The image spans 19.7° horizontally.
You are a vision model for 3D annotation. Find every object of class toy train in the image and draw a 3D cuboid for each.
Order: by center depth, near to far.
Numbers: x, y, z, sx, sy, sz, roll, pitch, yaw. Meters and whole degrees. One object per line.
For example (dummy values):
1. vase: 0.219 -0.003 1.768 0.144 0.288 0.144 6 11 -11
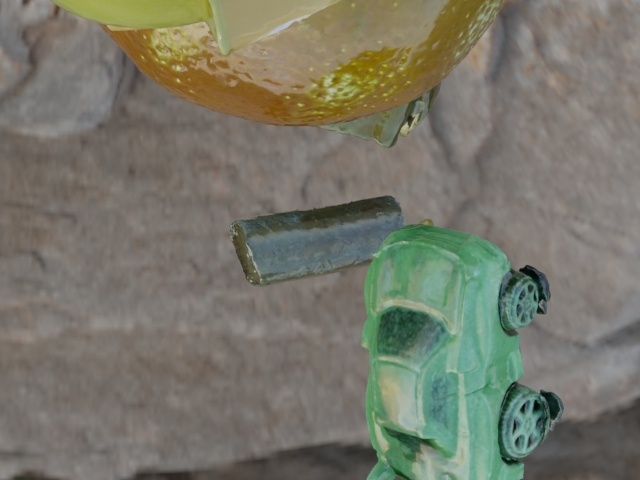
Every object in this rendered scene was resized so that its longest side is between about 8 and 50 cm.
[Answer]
1. toy train: 0.060 0.071 0.936 0.081 0.099 0.149 -29 122 -41

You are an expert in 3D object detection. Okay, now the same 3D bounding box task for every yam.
1. yam: 0.000 0.000 1.369 0.132 0.054 0.054 -11 120 -21

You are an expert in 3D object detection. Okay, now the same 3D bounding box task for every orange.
1. orange: -0.022 -0.143 0.926 0.237 0.179 0.158 19 71 -5

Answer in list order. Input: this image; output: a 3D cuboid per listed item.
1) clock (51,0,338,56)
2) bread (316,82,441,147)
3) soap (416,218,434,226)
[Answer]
1. clock: -0.075 -0.230 0.549 0.200 0.317 0.244 -21 136 -13
2. bread: 0.023 -0.218 1.483 0.238 0.196 0.252 19 107 -26
3. soap: 0.104 -0.002 1.854 0.034 0.012 0.089 -38 160 0
